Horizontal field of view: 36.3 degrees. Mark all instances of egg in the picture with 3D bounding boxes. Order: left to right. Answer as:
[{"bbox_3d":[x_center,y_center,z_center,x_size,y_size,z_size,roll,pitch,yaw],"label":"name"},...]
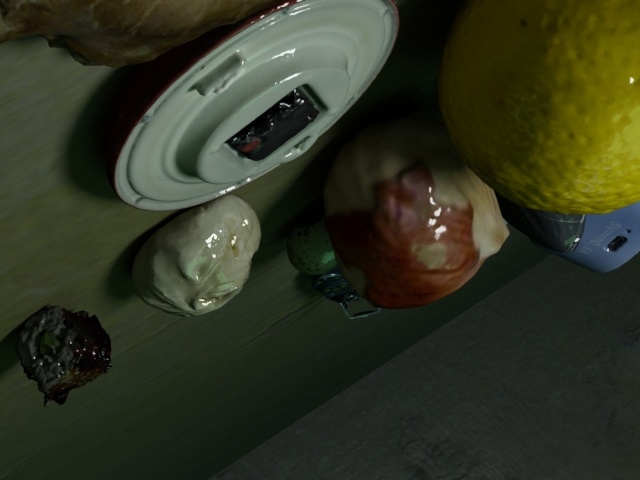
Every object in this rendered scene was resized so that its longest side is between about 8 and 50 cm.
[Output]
[{"bbox_3d":[0.000,0.000,1.411,0.110,0.085,0.085,-51,160,20],"label":"egg"}]

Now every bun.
[{"bbox_3d":[-0.136,0.029,1.177,0.183,0.102,0.183,-35,167,-10],"label":"bun"}]

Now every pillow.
[{"bbox_3d":[0.278,-0.107,1.352,0.092,0.161,0.335,-49,137,-16],"label":"pillow"}]

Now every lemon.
[{"bbox_3d":[0.286,-0.184,1.049,0.336,0.336,0.336,-33,164,-10],"label":"lemon"}]

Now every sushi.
[{"bbox_3d":[-0.303,0.131,1.138,0.098,0.094,0.084,-37,163,7],"label":"sushi"}]

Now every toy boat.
[{"bbox_3d":[0.047,0.078,1.721,0.093,0.103,0.246,-15,165,17],"label":"toy boat"}]

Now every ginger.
[{"bbox_3d":[-0.133,-0.170,0.652,0.166,0.080,0.333,-28,178,33],"label":"ginger"}]

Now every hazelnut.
[{"bbox_3d":[0.128,-0.039,1.287,0.261,0.241,0.261,9,90,-76],"label":"hazelnut"}]

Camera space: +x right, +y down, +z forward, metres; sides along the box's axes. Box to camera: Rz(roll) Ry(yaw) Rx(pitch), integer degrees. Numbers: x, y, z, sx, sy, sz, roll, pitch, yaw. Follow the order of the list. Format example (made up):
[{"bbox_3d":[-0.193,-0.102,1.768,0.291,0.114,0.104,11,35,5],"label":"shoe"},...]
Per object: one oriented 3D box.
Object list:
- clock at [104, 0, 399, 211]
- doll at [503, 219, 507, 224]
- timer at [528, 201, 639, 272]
[{"bbox_3d":[-0.057,-0.128,0.922,0.318,0.080,0.318,-33,164,-11],"label":"clock"},{"bbox_3d":[0.359,-0.099,1.854,0.341,0.099,0.346,-43,165,32],"label":"doll"},{"bbox_3d":[0.467,-0.123,1.568,0.395,0.173,0.395,-156,-90,-82],"label":"timer"}]
